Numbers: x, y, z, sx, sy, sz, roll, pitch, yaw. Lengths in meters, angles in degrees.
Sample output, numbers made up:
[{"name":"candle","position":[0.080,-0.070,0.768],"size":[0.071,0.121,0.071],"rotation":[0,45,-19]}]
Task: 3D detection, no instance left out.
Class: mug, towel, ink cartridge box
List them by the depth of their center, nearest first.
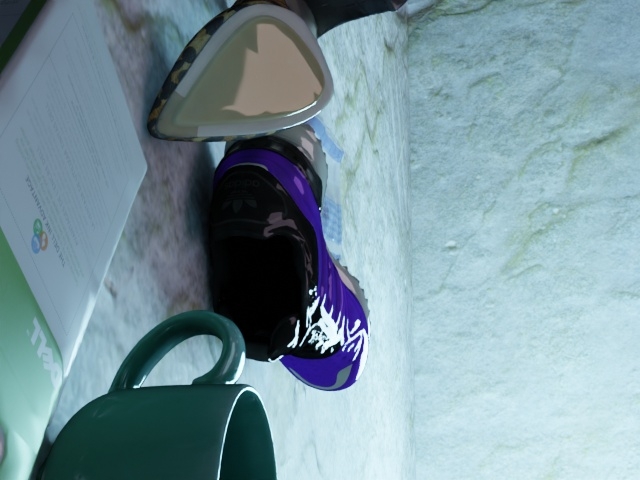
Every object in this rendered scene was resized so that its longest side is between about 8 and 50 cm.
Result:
[{"name":"ink cartridge box","position":[-0.127,-0.003,0.371],"size":[0.209,0.062,0.109],"rotation":[-82,165,-47]},{"name":"mug","position":[-0.079,0.128,0.511],"size":[0.157,0.098,0.129],"rotation":[-80,164,-54]},{"name":"towel","position":[0.000,0.000,1.203],"size":[0.209,0.034,0.284],"rotation":[37,51,-76]}]

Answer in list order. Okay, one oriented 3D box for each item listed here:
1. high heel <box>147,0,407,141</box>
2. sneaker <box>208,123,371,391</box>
[{"name":"high heel","position":[-0.069,-0.133,0.782],"size":[0.261,0.186,0.093],"rotation":[-40,115,-35]},{"name":"sneaker","position":[-0.033,0.053,0.839],"size":[0.146,0.102,0.293],"rotation":[-77,157,-44]}]
